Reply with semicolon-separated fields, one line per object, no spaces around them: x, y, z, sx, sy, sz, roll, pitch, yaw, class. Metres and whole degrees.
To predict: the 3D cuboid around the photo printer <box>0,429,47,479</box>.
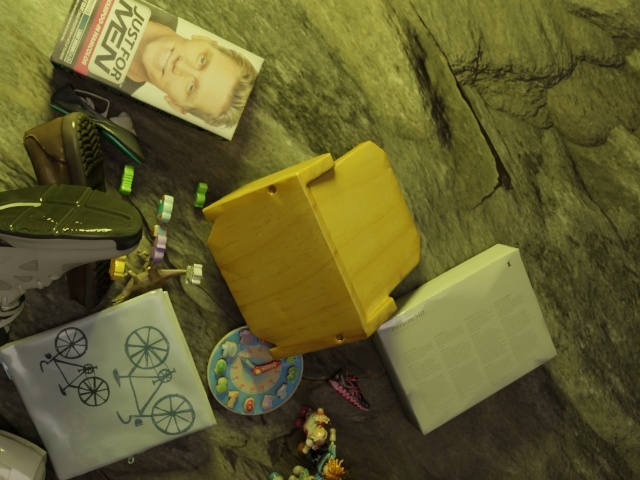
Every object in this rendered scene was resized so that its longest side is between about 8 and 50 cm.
-0.661;0.495;1.236;0.256;0.107;0.307;15;90;-8;photo printer

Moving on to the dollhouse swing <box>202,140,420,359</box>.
0.000;0.000;1.399;0.315;0.305;0.346;-18;106;25;dollhouse swing

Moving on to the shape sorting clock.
-0.136;0.274;1.417;0.206;0.040;0.206;-2;98;-16;shape sorting clock

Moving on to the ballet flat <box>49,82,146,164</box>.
-0.402;-0.225;1.253;0.203;0.074;0.074;34;87;-15;ballet flat

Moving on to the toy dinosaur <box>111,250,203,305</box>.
-0.335;0.068;1.332;0.183;0.053;0.092;-20;119;-9;toy dinosaur

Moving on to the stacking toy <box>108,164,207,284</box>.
-0.305;-0.024;1.281;0.167;0.052;0.221;11;79;-29;stacking toy

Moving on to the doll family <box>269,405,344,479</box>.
-0.014;0.487;1.418;0.118;0.163;0.263;25;90;-18;doll family

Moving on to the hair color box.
-0.300;-0.333;1.249;0.347;0.105;0.173;22;91;-19;hair color box

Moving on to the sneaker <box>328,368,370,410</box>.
0.074;0.332;1.491;0.119;0.047;0.057;43;73;-19;sneaker

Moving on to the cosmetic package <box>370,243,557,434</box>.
0.321;0.218;1.519;0.377;0.097;0.284;-27;106;-12;cosmetic package

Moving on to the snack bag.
-0.417;0.295;1.331;0.343;0.037;0.323;-20;105;-7;snack bag

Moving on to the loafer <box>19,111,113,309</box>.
-0.462;-0.051;1.232;0.130;0.134;0.365;-1;104;4;loafer

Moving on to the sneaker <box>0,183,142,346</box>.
-0.503;0.054;1.138;0.448;0.169;0.257;0;119;6;sneaker
